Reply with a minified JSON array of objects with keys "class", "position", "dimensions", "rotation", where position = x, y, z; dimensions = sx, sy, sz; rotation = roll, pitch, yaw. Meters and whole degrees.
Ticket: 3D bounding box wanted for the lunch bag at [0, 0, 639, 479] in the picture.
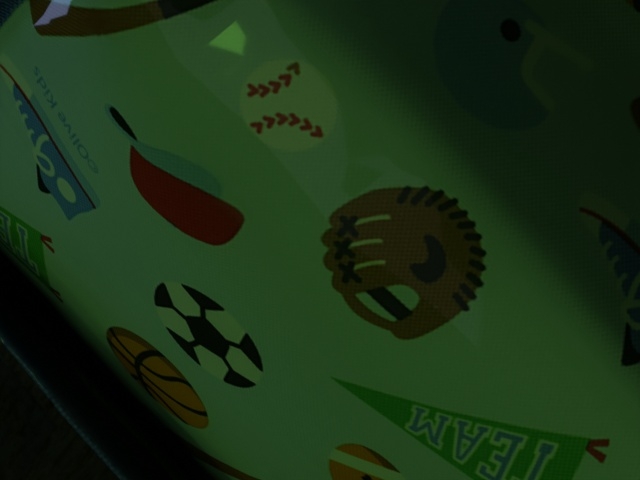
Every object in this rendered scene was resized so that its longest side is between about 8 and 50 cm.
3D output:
[{"class":"lunch bag","position":[0.000,0.000,0.733],"dimensions":[0.328,0.239,0.385],"rotation":[48,150,-9]}]
